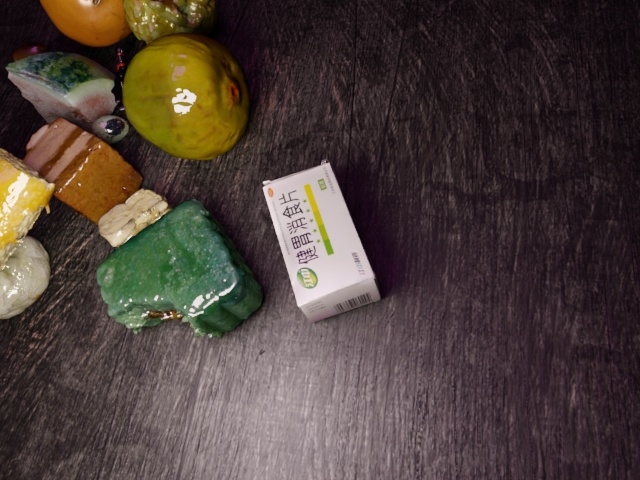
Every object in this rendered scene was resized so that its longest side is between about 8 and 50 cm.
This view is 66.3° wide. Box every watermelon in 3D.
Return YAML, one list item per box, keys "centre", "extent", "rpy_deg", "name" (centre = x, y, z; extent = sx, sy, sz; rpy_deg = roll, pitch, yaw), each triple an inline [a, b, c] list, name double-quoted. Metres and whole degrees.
- centre: [-0.764, -0.451, 1.497]
  extent: [0.193, 0.310, 0.232]
  rpy_deg: [15, 107, 20]
  name: "watermelon"

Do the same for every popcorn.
- centre: [-0.479, -0.730, 1.531]
  extent: [0.282, 0.247, 0.282]
  rpy_deg: [-3, 76, 12]
  name: "popcorn"

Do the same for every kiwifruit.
- centre: [-1.008, -0.646, 1.710]
  extent: [0.124, 0.075, 0.075]
  rpy_deg: [-14, 63, 2]
  name: "kiwifruit"

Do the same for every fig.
- centre: [-0.364, -0.379, 1.299]
  extent: [0.343, 0.343, 0.343]
  rpy_deg: [-5, 64, 11]
  name: "fig"

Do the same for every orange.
- centre: [-0.742, -0.794, 1.589]
  extent: [0.312, 0.312, 0.312]
  rpy_deg: [-5, 64, 11]
  name: "orange"

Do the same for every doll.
- centre: [-0.594, -0.487, 1.505]
  extent: [0.088, 0.127, 0.249]
  rpy_deg: [-24, 53, 13]
  name: "doll"

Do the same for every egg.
- centre: [-0.626, -0.330, 1.459]
  extent: [0.110, 0.085, 0.085]
  rpy_deg: [-12, 62, -3]
  name: "egg"

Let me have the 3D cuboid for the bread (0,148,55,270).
- centre: [-0.800, -0.028, 1.142]
  extent: [0.236, 0.165, 0.375]
  rpy_deg: [27, 80, 29]
  name: "bread"

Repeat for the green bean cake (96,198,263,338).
- centre: [-0.324, 0.102, 1.136]
  extent: [0.308, 0.169, 0.300]
  rpy_deg: [-34, 60, -3]
  name: "green bean cake"

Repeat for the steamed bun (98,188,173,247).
- centre: [-0.475, -0.043, 1.272]
  extent: [0.192, 0.106, 0.177]
  rpy_deg: [19, 56, 43]
  name: "steamed bun"

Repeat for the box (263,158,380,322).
- centre: [0.000, -0.002, 1.117]
  extent: [0.173, 0.145, 0.333]
  rpy_deg: [-20, 63, 2]
  name: "box"

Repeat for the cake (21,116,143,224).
- centre: [-0.668, -0.197, 1.350]
  extent: [0.293, 0.199, 0.196]
  rpy_deg: [29, 80, 28]
  name: "cake"

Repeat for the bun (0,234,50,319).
- centre: [-0.838, 0.089, 1.277]
  extent: [0.239, 0.141, 0.239]
  rpy_deg: [-4, 64, 9]
  name: "bun"
